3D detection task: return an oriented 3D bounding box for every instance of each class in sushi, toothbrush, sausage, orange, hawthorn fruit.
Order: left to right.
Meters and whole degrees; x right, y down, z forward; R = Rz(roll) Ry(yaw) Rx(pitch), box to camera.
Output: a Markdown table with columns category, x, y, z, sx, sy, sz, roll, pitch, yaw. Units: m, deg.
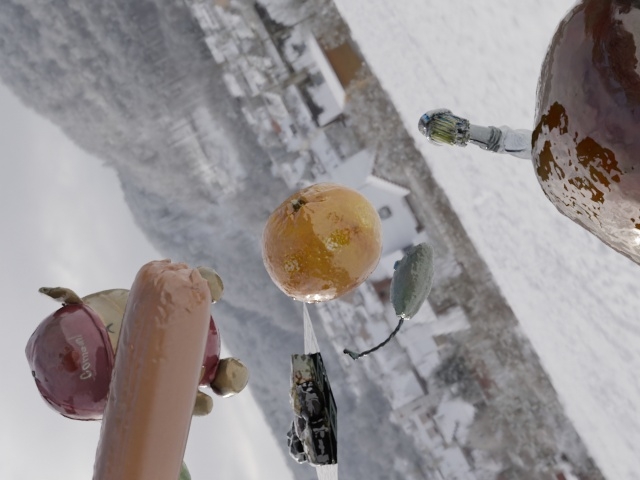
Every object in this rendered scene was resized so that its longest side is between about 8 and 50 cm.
| category | x | y | z | sx | sy | sz | roll | pitch | yaw |
| --- | --- | --- | --- | --- | --- | --- | --- | --- | --- |
| sausage | -0.164 | 0.161 | 0.795 | 0.086 | 0.086 | 0.289 | 95 | -173 | -89 |
| sushi | -0.030 | 0.354 | 1.610 | 0.343 | 0.064 | 0.359 | -111 | 17 | -59 |
| orange | 0.001 | 0.002 | 1.169 | 0.177 | 0.177 | 0.155 | -120 | 6 | -76 |
| toothbrush | 0.199 | -0.107 | 0.898 | 0.042 | 0.035 | 0.413 | 30 | -163 | 25 |
| hawthorn fruit | 0.309 | -0.118 | 0.657 | 0.268 | 0.267 | 0.301 | 62 | 178 | 19 |

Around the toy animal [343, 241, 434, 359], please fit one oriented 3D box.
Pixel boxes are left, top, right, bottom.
| category | x | y | z | sx | sy | sz | roll | pitch | yaw |
| --- | --- | --- | --- | --- | --- | --- | --- | --- | --- |
| toy animal | 0.139 | 0.119 | 1.501 | 0.070 | 0.253 | 0.079 | 27 | -174 | -22 |

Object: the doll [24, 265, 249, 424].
| category | x | y | z | sx | sy | sz | roll | pitch | yaw |
| --- | --- | --- | --- | --- | --- | --- | --- | --- | --- |
| doll | -0.205 | 0.130 | 0.959 | 0.196 | 0.152 | 0.255 | 47 | -151 | 23 |

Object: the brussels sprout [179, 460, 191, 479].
| category | x | y | z | sx | sy | sz | roll | pitch | yaw |
| --- | --- | --- | --- | --- | --- | --- | --- | --- | --- |
| brussels sprout | -0.414 | 0.619 | 1.962 | 0.219 | 0.210 | 0.272 | -19 | -98 | -51 |
